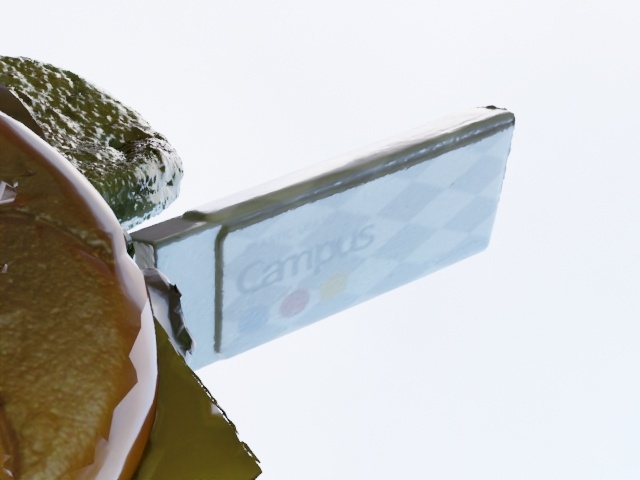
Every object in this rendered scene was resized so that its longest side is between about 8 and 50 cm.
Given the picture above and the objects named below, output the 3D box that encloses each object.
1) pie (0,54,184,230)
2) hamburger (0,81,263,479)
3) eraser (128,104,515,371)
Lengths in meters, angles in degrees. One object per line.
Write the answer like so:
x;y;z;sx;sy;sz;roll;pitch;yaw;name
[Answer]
-0.268;-0.089;1.176;0.277;0.277;0.078;38;-58;30;pie
-0.163;0.047;0.406;0.262;0.243;0.139;60;-43;18;hamburger
0.001;0.000;1.204;0.082;0.397;0.213;45;-36;38;eraser
